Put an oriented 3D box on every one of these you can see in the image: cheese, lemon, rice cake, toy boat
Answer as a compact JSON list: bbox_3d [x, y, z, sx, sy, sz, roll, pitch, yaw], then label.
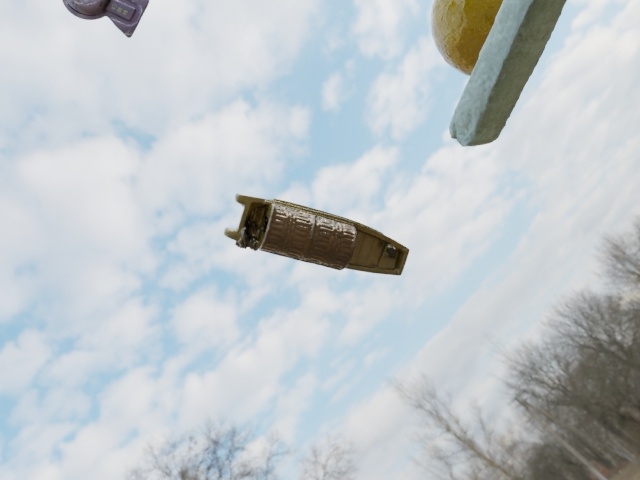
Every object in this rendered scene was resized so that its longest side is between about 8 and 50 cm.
[{"bbox_3d":[-0.460,-0.501,1.302,0.105,0.191,0.042,-63,-3,-2],"label":"cheese"},{"bbox_3d":[0.309,-0.421,1.208,0.187,0.244,0.187,-15,1,0],"label":"lemon"},{"bbox_3d":[0.124,-0.131,0.380,0.033,0.029,0.170,-9,-44,-29],"label":"rice cake"},{"bbox_3d":[0.000,0.000,0.749,0.226,0.088,0.068,15,-83,-14],"label":"toy boat"}]
